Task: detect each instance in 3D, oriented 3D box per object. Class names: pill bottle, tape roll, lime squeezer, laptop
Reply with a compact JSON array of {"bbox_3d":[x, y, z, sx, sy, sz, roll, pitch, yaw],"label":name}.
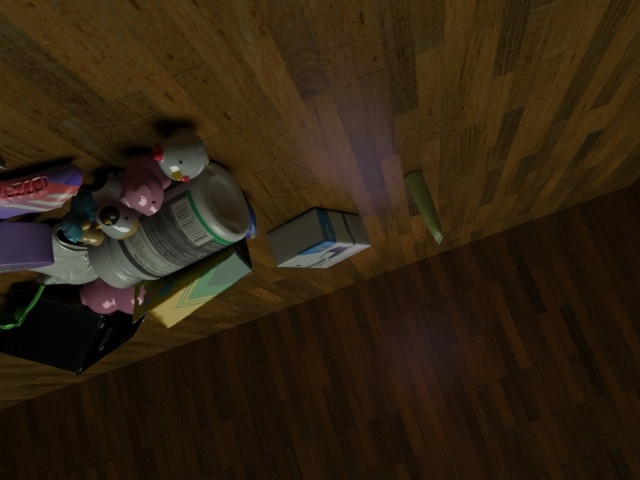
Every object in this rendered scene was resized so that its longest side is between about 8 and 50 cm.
[{"bbox_3d":[-0.368,-0.027,1.416,0.361,0.204,0.204,-24,164,22],"label":"pill bottle"},{"bbox_3d":[-0.722,0.023,1.260,0.274,0.090,0.275,-7,177,0],"label":"tape roll"},{"bbox_3d":[-0.908,0.203,1.738,0.310,0.110,0.059,-15,-168,16],"label":"lime squeezer"},{"bbox_3d":[-0.796,0.251,1.964,0.408,0.236,0.382,-38,170,-50],"label":"laptop"}]

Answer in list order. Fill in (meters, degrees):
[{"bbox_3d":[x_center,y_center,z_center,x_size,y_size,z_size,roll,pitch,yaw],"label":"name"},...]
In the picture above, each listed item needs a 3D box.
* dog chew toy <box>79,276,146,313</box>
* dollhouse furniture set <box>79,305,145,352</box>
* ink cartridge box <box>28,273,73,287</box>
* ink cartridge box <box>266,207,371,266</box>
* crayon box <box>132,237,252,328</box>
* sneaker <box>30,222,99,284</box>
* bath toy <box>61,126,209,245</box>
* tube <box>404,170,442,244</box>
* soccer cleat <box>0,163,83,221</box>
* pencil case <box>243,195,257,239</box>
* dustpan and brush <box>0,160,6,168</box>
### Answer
[{"bbox_3d":[-0.533,0.125,1.737,0.331,0.207,0.206,-15,164,-17],"label":"dog chew toy"},{"bbox_3d":[-0.814,0.334,2.228,0.242,0.161,0.212,-26,163,25],"label":"dollhouse furniture set"},{"bbox_3d":[-0.770,0.122,1.769,0.145,0.045,0.179,-1,154,-47],"label":"ink cartridge box"},{"bbox_3d":[0.000,0.000,2.076,0.223,0.129,0.307,-28,162,30],"label":"ink cartridge box"},{"bbox_3d":[-0.331,0.086,1.505,0.318,0.202,0.081,-34,123,7],"label":"crayon box"},{"bbox_3d":[-0.618,0.033,1.518,0.169,0.108,0.292,-20,164,17],"label":"sneaker"},{"bbox_3d":[-0.382,-0.107,1.216,0.348,0.151,0.129,-28,178,25],"label":"bath toy"},{"bbox_3d":[0.339,-0.107,1.889,0.070,0.240,0.062,-2,155,-48],"label":"tube"},{"bbox_3d":[-0.593,-0.094,1.162,0.248,0.083,0.095,-17,165,7],"label":"soccer cleat"},{"bbox_3d":[-0.326,-0.023,1.634,0.306,0.119,0.133,-17,145,-3],"label":"pencil case"},{"bbox_3d":[-0.643,-0.130,1.005,0.147,0.060,0.211,-15,165,-12],"label":"dustpan and brush"}]
